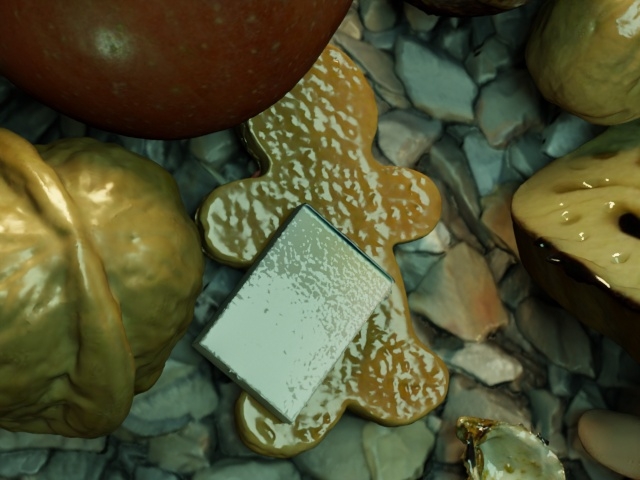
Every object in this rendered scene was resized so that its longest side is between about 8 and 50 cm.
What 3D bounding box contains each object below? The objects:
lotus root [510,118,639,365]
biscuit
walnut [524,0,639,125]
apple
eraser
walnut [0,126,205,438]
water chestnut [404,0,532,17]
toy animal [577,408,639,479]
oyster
[{"bbox_3d":[0.344,-0.020,1.463,0.390,0.375,0.111,-63,147,-49],"label":"lotus root"},{"bbox_3d":[0.000,0.000,1.464,0.216,0.047,0.339,-10,87,-24],"label":"biscuit"},{"bbox_3d":[0.260,-0.177,1.532,0.166,0.166,0.149,-28,68,-23],"label":"walnut"},{"bbox_3d":[-0.123,-0.248,1.289,0.348,0.348,0.277,-58,135,-18],"label":"apple"},{"bbox_3d":[-0.020,0.059,1.411,0.104,0.023,0.150,41,71,-12],"label":"eraser"},{"bbox_3d":[-0.199,0.027,1.269,0.224,0.257,0.257,-22,92,-23],"label":"walnut"},{"bbox_3d":[0.143,-0.300,1.466,0.224,0.238,0.223,4,82,-33],"label":"water chestnut"},{"bbox_3d":[0.395,0.141,1.525,0.269,0.237,0.326,8,77,-37],"label":"toy animal"},{"bbox_3d":[0.162,0.210,1.501,0.103,0.051,0.148,-28,95,-40],"label":"oyster"}]
